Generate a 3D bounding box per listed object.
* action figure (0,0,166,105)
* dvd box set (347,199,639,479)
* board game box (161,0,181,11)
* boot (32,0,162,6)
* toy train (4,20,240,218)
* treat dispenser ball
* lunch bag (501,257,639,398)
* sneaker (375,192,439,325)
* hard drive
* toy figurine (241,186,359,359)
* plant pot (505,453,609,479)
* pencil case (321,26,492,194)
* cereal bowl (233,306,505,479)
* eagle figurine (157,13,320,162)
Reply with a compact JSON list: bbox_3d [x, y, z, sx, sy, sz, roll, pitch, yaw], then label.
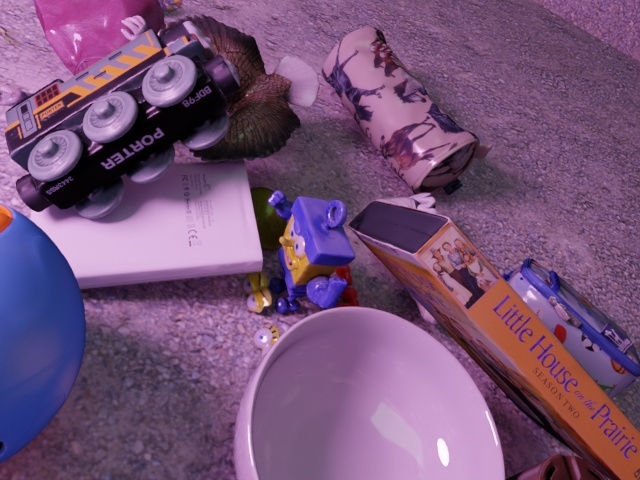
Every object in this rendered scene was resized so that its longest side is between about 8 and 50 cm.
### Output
[{"bbox_3d":[-0.373,-0.270,1.077,0.248,0.276,0.370,-12,71,2],"label":"action figure"},{"bbox_3d":[0.226,0.123,0.833,0.420,0.062,0.307,46,-3,-13],"label":"dvd box set"},{"bbox_3d":[-0.391,-0.573,1.414,0.168,0.033,0.133,6,48,-23],"label":"board game box"},{"bbox_3d":[-0.459,-0.523,1.283,0.258,0.095,0.123,-13,64,-35],"label":"boot"},{"bbox_3d":[-0.274,-0.173,0.865,0.334,0.142,0.190,-32,57,2],"label":"toy train"},{"bbox_3d":[-0.380,0.090,0.613,0.288,0.288,0.288,15,45,-15],"label":"treat dispenser ball"},{"bbox_3d":[0.385,0.131,1.022,0.243,0.115,0.303,45,14,13],"label":"lunch bag"},{"bbox_3d":[0.155,0.028,1.099,0.118,0.110,0.292,5,41,-11],"label":"sneaker"},{"bbox_3d":[-0.251,-0.028,0.914,0.307,0.040,0.203,-5,51,-12],"label":"hard drive"},{"bbox_3d":[0.000,0.000,0.948,0.191,0.217,0.362,3,50,-26],"label":"toy figurine"},{"bbox_3d":[0.280,0.360,0.797,0.167,0.165,0.167,15,44,-15],"label":"plant pot"},{"bbox_3d":[0.165,-0.280,1.338,0.183,0.160,0.410,-18,60,-28],"label":"pencil case"},{"bbox_3d":[0.048,0.260,0.774,0.339,0.141,0.339,14,51,-18],"label":"cereal bowl"},{"bbox_3d":[-0.139,-0.237,1.079,0.226,0.225,0.298,15,5,6],"label":"eagle figurine"}]
